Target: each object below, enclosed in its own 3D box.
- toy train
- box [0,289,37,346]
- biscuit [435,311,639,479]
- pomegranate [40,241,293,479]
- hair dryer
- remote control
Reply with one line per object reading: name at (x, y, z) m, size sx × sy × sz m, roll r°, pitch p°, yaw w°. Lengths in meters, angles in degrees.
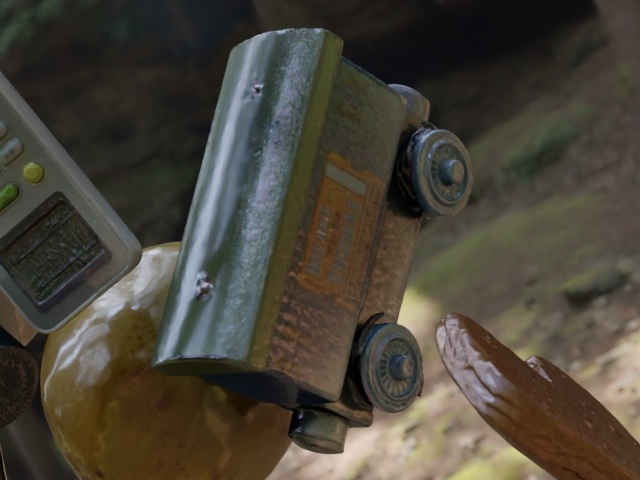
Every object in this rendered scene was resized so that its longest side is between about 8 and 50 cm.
toy train at (0.000, 0.000, 1.436) m, size 0.131 × 0.202 × 0.300 m, roll -5°, pitch 65°, yaw 44°
box at (-0.280, 0.035, 1.640) m, size 0.062 × 0.122 × 0.089 m, roll -1°, pitch 23°, yaw 16°
biscuit at (0.135, 0.104, 1.139) m, size 0.036 × 0.192 × 0.186 m, roll -49°, pitch 29°, yaw 9°
pomegranate at (-0.123, 0.115, 1.546) m, size 0.233 × 0.233 × 0.233 m, roll -27°, pitch 8°, yaw 4°
hair dryer at (-0.256, 0.134, 1.380) m, size 0.071 × 0.219 × 0.124 m, roll -31°, pitch 45°, yaw -30°
remote control at (-0.241, -0.054, 1.377) m, size 0.103 × 0.250 × 0.034 m, roll -38°, pitch 3°, yaw 17°
